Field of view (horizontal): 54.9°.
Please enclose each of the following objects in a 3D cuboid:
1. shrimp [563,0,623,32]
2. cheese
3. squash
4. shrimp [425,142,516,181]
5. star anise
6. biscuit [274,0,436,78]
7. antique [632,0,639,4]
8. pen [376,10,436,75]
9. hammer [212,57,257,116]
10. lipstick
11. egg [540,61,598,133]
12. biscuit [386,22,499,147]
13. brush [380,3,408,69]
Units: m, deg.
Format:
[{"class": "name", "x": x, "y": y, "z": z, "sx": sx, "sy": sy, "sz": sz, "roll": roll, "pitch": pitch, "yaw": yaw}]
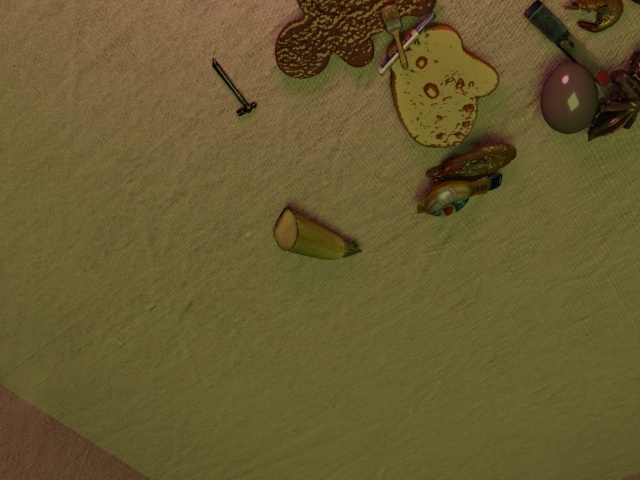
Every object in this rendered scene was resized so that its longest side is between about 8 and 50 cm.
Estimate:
[{"class": "shrimp", "x": 0.702, "y": -0.588, "z": 1.597, "sx": 0.163, "sy": 0.045, "sz": 0.095, "roll": -2, "pitch": 145, "yaw": -4}, {"class": "cheese", "x": 0.418, "y": -0.141, "z": 1.860, "sx": 0.270, "sy": 0.069, "sz": 0.177, "roll": -21, "pitch": 154, "yaw": 0}, {"class": "squash", "x": -0.008, "y": 0.014, "z": 1.954, "sx": 0.288, "sy": 0.137, "sz": 0.137, "roll": 27, "pitch": 120, "yaw": -19}, {"class": "shrimp", "x": 0.436, "y": -0.226, "z": 1.802, "sx": 0.267, "sy": 0.061, "sz": 0.145, "roll": -11, "pitch": 163, "yaw": 24}, {"class": "star anise", "x": 0.831, "y": -0.402, "z": 1.670, "sx": 0.199, "sy": 0.110, "sz": 0.257, "roll": -24, "pitch": 141, "yaw": -13}, {"class": "biscuit", "x": 0.058, "y": -0.583, "z": 1.585, "sx": 0.432, "sy": 0.064, "sz": 0.283, "roll": -35, "pitch": 122, "yaw": 22}, {"class": "antique", "x": 0.863, "y": -0.681, "z": 1.471, "sx": 0.278, "sy": 0.129, "sz": 0.223, "roll": -40, "pitch": 112, "yaw": 22}, {"class": "pen", "x": 0.222, "y": -0.511, "z": 1.600, "sx": 0.025, "sy": 0.025, "sz": 0.204, "roll": 35, "pitch": 116, "yaw": -21}, {"class": "hammer", "x": -0.252, "y": -0.428, "z": 1.720, "sx": 0.065, "sy": 0.021, "sz": 0.178, "roll": -28, "pitch": 119, "yaw": 19}, {"class": "lipstick", "x": 0.665, "y": -0.515, "z": 1.635, "sx": 0.312, "sy": 0.051, "sz": 0.051, "roll": 33, "pitch": 117, "yaw": -22}, {"class": "egg", "x": 0.671, "y": -0.383, "z": 1.662, "sx": 0.147, "sy": 0.146, "sz": 0.198, "roll": -9, "pitch": 126, "yaw": 7}, {"class": "biscuit", "x": 0.337, "y": -0.425, "z": 1.685, "sx": 0.288, "sy": 0.057, "sz": 0.343, "roll": -15, "pitch": 117, "yaw": 14}, {"class": "brush", "x": 0.197, "y": -0.518, "z": 1.577, "sx": 0.043, "sy": 0.014, "sz": 0.169, "roll": -16, "pitch": 118, "yaw": 11}]
